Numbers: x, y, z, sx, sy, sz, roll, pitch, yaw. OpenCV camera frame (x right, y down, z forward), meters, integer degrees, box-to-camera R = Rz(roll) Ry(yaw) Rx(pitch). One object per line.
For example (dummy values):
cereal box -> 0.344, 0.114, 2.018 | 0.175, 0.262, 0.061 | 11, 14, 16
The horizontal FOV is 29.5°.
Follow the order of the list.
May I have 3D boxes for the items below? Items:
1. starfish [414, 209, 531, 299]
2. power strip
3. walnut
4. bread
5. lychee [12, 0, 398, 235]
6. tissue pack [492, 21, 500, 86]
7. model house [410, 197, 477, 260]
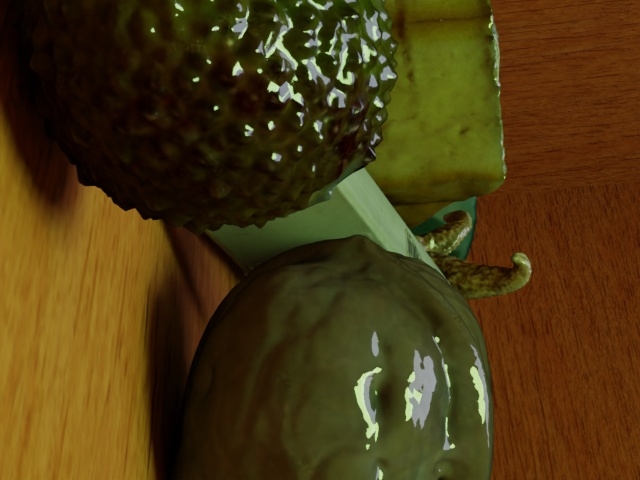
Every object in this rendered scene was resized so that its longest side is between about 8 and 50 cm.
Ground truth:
starfish -> 0.029, 0.067, 1.138 | 0.094, 0.375, 0.327 | 57, -31, -8
power strip -> 0.000, 0.000, 0.821 | 0.367, 0.106, 0.043 | 50, 30, -52
walnut -> 0.011, 0.106, 0.736 | 0.224, 0.224, 0.224 | -6, 90, -87
bread -> 0.021, -0.095, 1.017 | 0.362, 0.244, 0.233 | 63, 23, -74
lychee -> -0.052, -0.088, 0.509 | 0.171, 0.171, 0.171 | -6, 90, -87
tissue pack -> 0.044, -0.215, 1.273 | 0.201, 0.271, 0.124 | -91, 175, -51
model house -> 0.044, -0.108, 1.508 | 0.329, 0.251, 0.295 | -102, -177, -58
